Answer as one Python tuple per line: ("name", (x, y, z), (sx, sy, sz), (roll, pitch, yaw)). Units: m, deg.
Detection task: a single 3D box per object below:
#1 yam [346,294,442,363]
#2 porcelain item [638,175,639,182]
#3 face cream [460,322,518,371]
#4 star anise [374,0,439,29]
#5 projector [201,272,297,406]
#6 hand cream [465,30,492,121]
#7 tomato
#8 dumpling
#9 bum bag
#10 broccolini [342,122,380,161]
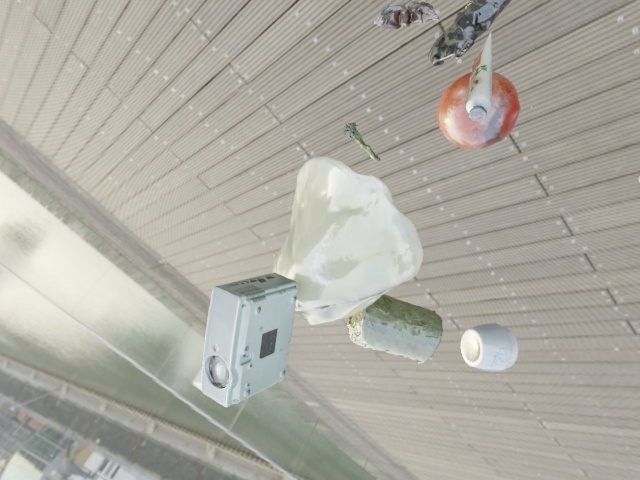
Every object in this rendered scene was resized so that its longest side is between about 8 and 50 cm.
("yam", (0.244, 0.292, 1.627), (0.299, 0.195, 0.195), (19, 148, -9))
("porcelain item", (0.639, -0.106, 0.887), (0.028, 0.036, 0.083), (31, -179, -44))
("face cream", (0.412, 0.261, 1.162), (0.104, 0.117, 0.117), (3, 153, -20))
("star anise", (0.254, -0.671, 1.407), (0.182, 0.195, 0.065), (-12, 122, -1))
("projector", (-0.088, 0.126, 0.617), (0.061, 0.115, 0.147), (18, 106, 34))
("hand cream", (0.351, -0.356, 1.040), (0.050, 0.234, 0.080), (17, 149, -3))
("tomato", (0.428, -0.345, 1.277), (0.184, 0.208, 0.208), (43, 166, 51))
("dumpling", (0.000, 0.000, 0.730), (0.318, 0.187, 0.243), (-12, 101, 57))
("bum bag", (0.444, -0.637, 1.358), (0.095, 0.340, 0.144), (40, -170, -25))
("broccolini", (0.169, -0.397, 1.924), (0.216, 0.067, 0.058), (36, -172, -36))
